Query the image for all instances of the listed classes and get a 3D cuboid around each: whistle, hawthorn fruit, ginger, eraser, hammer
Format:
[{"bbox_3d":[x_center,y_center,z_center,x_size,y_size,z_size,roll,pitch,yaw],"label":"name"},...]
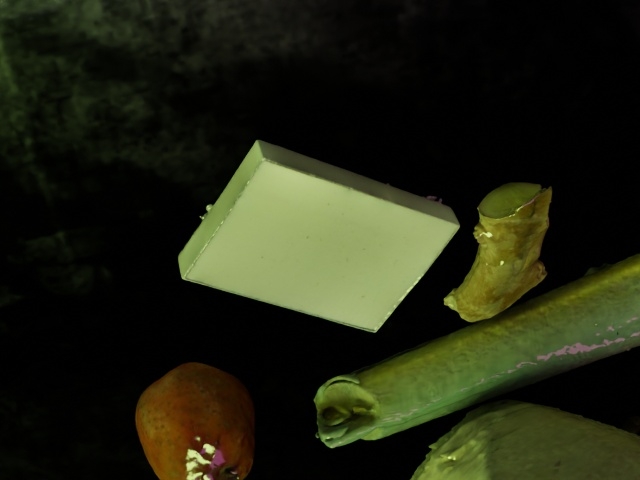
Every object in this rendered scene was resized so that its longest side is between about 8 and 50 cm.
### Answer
[{"bbox_3d":[0.147,0.068,0.860,0.326,0.068,0.057,-22,104,3],"label":"whistle"},{"bbox_3d":[-0.079,0.131,0.823,0.081,0.093,0.081,-9,132,-10],"label":"hawthorn fruit"},{"bbox_3d":[0.120,0.004,0.809,0.057,0.044,0.137,-30,148,-31],"label":"ginger"},{"bbox_3d":[0.000,0.000,0.778,0.150,0.023,0.104,17,124,-31],"label":"eraser"},{"bbox_3d":[0.299,0.150,1.021,0.123,0.014,0.029,0,140,-21],"label":"hammer"}]

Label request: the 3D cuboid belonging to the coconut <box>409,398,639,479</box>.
[{"bbox_3d":[0.154,0.326,0.860,0.415,0.344,0.415,-16,113,-41],"label":"coconut"}]
